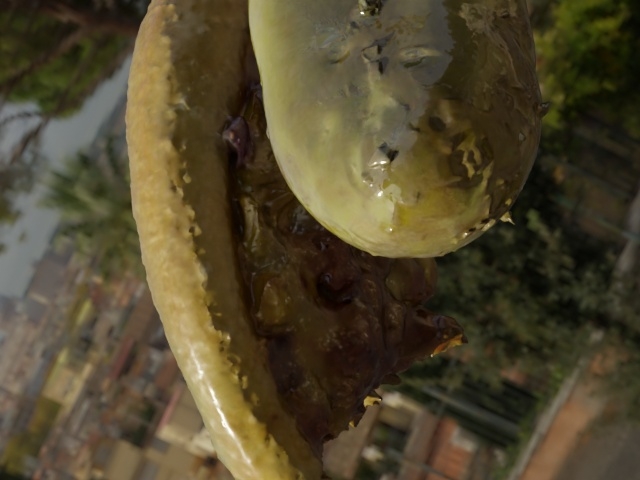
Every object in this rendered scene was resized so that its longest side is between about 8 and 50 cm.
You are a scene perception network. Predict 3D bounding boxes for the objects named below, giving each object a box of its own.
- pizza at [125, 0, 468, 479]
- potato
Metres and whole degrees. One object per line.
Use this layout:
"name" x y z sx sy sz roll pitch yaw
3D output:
"pizza" 0.000 0.000 0.762 0.081 0.229 0.289 -21 70 31
"potato" 0.024 -0.057 0.475 0.070 0.091 0.138 46 -148 -60
